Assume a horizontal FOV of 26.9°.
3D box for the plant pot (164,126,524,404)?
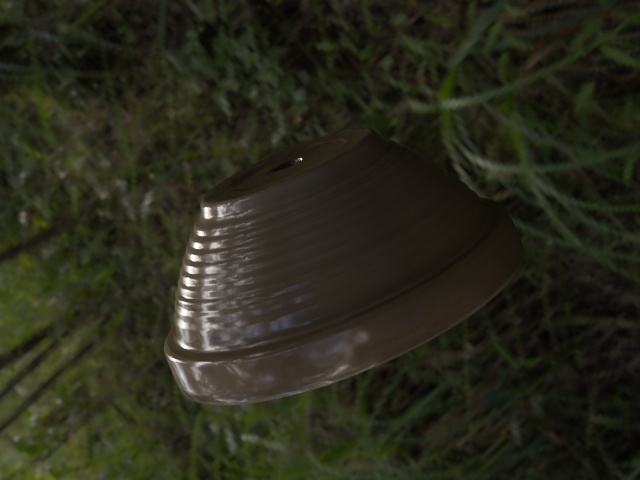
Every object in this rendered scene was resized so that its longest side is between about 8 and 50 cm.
[{"bbox_3d":[0.000,0.000,0.847,0.110,0.237,0.237,68,168,-12],"label":"plant pot"}]
